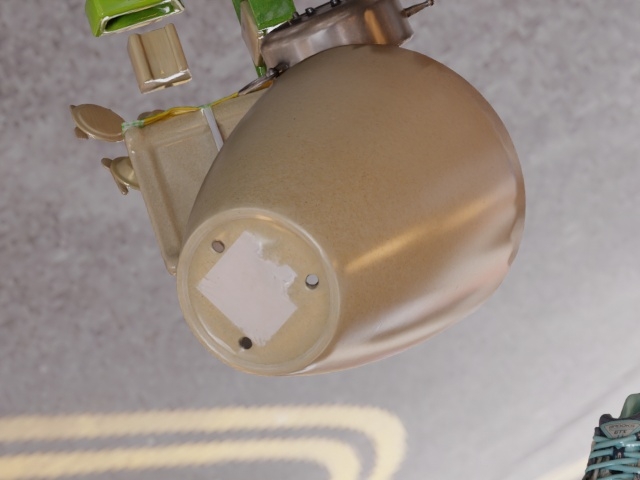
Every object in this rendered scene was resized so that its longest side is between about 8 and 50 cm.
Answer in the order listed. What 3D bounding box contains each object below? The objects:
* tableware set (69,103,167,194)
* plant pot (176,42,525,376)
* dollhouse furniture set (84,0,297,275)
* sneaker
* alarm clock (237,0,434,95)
[{"bbox_3d":[-0.177,-0.096,1.919,0.168,0.141,0.020,-2,132,-39],"label":"tableware set"},{"bbox_3d":[0.000,0.000,1.423,0.256,0.256,0.274,-39,180,27],"label":"plant pot"},{"bbox_3d":[-0.096,-0.113,1.801,0.197,0.302,0.151,-17,169,-7],"label":"dollhouse furniture set"},{"bbox_3d":[0.280,0.230,1.759,0.110,0.122,0.283,1,-162,21],"label":"sneaker"},{"bbox_3d":[-0.001,-0.169,1.589,0.192,0.064,0.129,-36,-165,-35],"label":"alarm clock"}]
